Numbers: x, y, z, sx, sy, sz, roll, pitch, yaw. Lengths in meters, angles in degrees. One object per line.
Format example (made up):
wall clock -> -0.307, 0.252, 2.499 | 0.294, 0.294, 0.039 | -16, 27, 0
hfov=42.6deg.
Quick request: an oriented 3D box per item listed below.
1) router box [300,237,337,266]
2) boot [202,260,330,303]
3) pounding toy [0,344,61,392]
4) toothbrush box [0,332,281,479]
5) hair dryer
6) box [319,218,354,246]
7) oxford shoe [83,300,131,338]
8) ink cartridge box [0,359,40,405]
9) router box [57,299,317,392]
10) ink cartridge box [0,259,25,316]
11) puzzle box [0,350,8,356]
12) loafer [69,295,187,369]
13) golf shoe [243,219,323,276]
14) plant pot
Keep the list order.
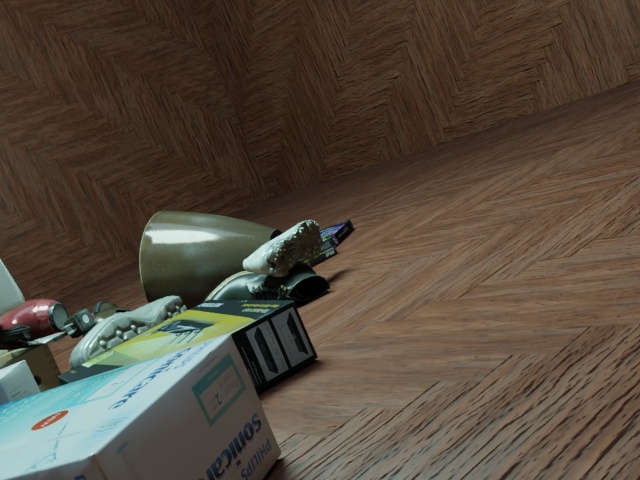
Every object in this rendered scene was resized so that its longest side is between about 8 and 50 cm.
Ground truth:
router box -> -0.040, 0.036, 1.661 | 0.122, 0.038, 0.092 | -27, 9, -29
boot -> -0.090, 0.087, 1.347 | 0.198, 0.076, 0.137 | -26, 13, -13
pounding toy -> -0.577, 0.267, 1.416 | 0.206, 0.094, 0.181 | -16, 9, 42
toothbrush box -> -0.213, 0.205, 0.675 | 0.296, 0.126, 0.216 | -18, 9, 24
hair dryer -> -0.514, 0.139, 1.325 | 0.224, 0.080, 0.293 | -5, -7, -36
box -> 0.000, 0.000, 1.835 | 0.116, 0.029, 0.162 | -20, 7, 21
oxford shoe -> -0.455, 0.180, 1.801 | 0.096, 0.082, 0.227 | -4, 6, -6
ink cartridge box -> -0.352, 0.200, 0.886 | 0.104, 0.181, 0.061 | -21, 8, 13
router box -> -0.181, 0.161, 1.044 | 0.243, 0.081, 0.309 | -27, 8, -27
ink cartridge box -> -0.595, 0.113, 1.166 | 0.283, 0.117, 0.207 | -32, 11, -32
puzzle box -> -0.840, 0.292, 1.603 | 0.409, 0.052, 0.272 | -18, 9, 34
loafer -> -0.308, 0.168, 1.307 | 0.111, 0.112, 0.319 | -26, -1, 16
golf shoe -> -0.063, 0.011, 1.385 | 0.086, 0.069, 0.176 | -7, 12, 33
plant pot -> -0.182, 0.040, 1.541 | 0.231, 0.215, 0.215 | -5, 13, 18
